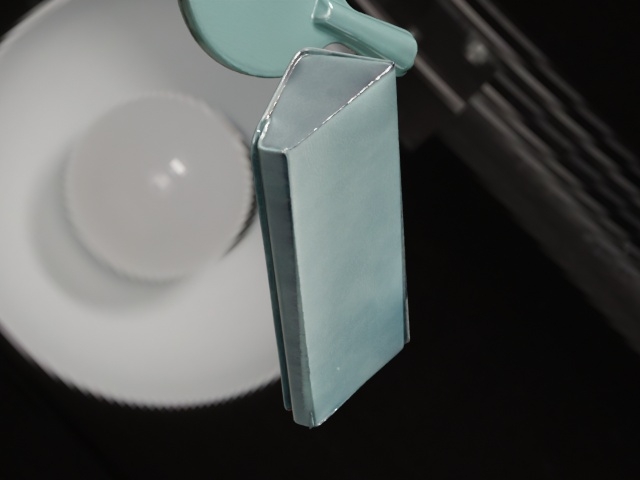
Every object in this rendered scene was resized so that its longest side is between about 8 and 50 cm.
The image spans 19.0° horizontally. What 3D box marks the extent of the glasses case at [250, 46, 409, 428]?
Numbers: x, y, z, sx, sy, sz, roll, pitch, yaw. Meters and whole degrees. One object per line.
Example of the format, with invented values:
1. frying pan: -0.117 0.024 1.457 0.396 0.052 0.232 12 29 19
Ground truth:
1. glasses case: 0.000 0.000 1.221 0.056 0.105 0.266 33 -31 30

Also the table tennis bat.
1. table tennis bat: -0.016 -0.191 1.534 0.237 0.149 0.038 22 -13 -34
